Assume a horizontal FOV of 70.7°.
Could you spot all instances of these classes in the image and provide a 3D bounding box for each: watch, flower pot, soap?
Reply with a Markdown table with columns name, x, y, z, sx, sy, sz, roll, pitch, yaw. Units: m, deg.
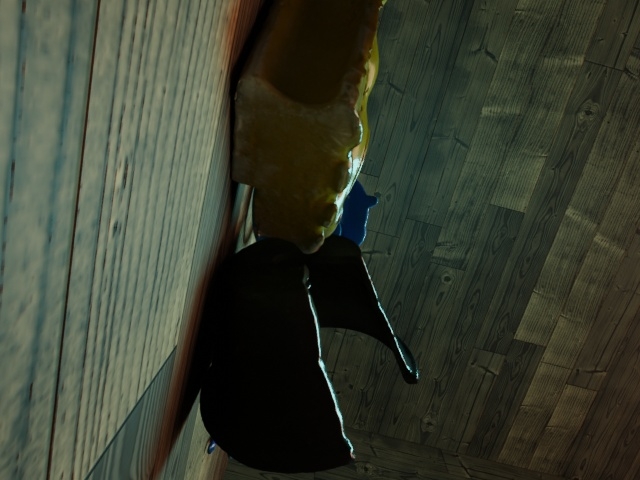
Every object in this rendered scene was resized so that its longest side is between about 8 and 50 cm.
| name | x | y | z | sx | sy | sz | roll | pitch | yaw |
| --- | --- | --- | --- | --- | --- | --- | --- | --- | --- |
| watch | -0.015 | -0.115 | 0.914 | 0.274 | 0.242 | 0.305 | -27 | 123 | -70 |
| flower pot | -0.040 | 0.137 | 0.744 | 0.379 | 0.380 | 0.251 | -81 | 164 | -66 |
| soap | -0.003 | -0.200 | 0.650 | 0.304 | 0.169 | 0.338 | 108 | -3 | -57 |

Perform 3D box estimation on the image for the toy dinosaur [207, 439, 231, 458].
| name | x | y | z | sx | sy | sz | roll | pitch | yaw |
| --- | --- | --- | --- | --- | --- | --- | --- | --- | --- |
| toy dinosaur | -0.263 | 0.509 | 1.285 | 0.188 | 0.075 | 0.247 | 96 | 10 | -45 |
